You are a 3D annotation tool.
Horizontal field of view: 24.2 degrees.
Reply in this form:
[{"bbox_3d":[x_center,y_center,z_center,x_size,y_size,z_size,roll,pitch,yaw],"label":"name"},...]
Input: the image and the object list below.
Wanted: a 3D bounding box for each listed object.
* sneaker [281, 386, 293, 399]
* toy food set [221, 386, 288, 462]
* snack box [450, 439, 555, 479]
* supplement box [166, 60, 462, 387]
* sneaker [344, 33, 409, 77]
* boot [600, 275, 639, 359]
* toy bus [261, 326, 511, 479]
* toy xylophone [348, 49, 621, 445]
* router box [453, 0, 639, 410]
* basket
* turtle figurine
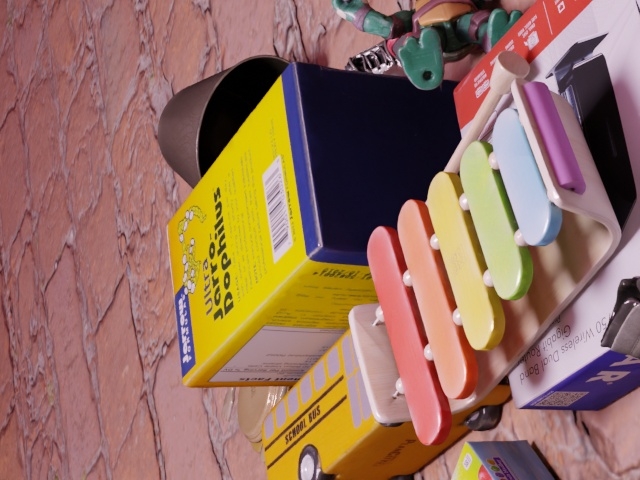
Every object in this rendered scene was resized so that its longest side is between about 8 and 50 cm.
[{"bbox_3d":[-0.011,0.251,1.634,0.086,0.064,0.192,119,146,-56],"label":"sneaker"},{"bbox_3d":[-0.064,0.187,1.788,0.192,0.038,0.132,-149,73,-68],"label":"toy food set"},{"bbox_3d":[0.154,0.302,1.258,0.174,0.070,0.207,-125,43,-52],"label":"snack box"},{"bbox_3d":[0.000,0.000,1.484,0.356,0.194,0.195,135,133,-54],"label":"supplement box"},{"bbox_3d":[0.060,-0.174,1.535,0.158,0.065,0.061,128,139,-50],"label":"sneaker"},{"bbox_3d":[0.283,0.030,0.899,0.246,0.161,0.083,-55,-1,42],"label":"boot"},{"bbox_3d":[0.055,0.164,1.448,0.333,0.108,0.130,130,139,-52],"label":"toy bus"},{"bbox_3d":[0.119,-0.002,1.170,0.236,0.081,0.323,-110,35,-41],"label":"toy xylophone"},{"bbox_3d":[0.238,-0.068,1.122,0.335,0.082,0.301,133,135,-53],"label":"router box"},{"bbox_3d":[-0.106,-0.121,1.792,0.227,0.154,0.204,-162,76,-68],"label":"basket"},{"bbox_3d":[0.113,-0.218,1.382,0.175,0.118,0.234,-31,29,9],"label":"turtle figurine"}]
